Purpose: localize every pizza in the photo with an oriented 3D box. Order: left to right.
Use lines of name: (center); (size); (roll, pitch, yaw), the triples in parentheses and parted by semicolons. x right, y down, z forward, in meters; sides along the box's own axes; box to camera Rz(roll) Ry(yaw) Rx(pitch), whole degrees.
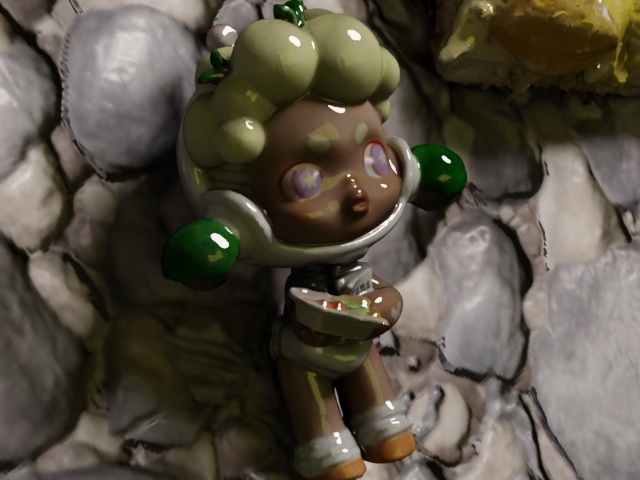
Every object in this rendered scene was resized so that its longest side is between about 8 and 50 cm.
pizza: (0.106, -0.191, 0.854); (0.223, 0.089, 0.323); (-38, 103, -44)

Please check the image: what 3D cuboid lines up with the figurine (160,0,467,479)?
figurine: (0.001, -0.001, 0.697); (0.147, 0.093, 0.197); (-20, 92, -33)
